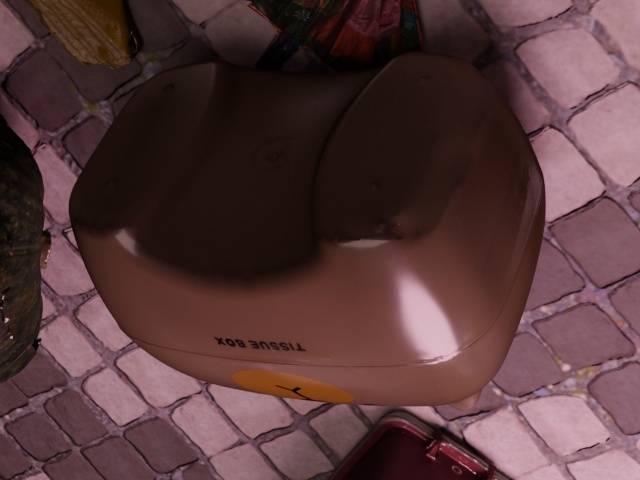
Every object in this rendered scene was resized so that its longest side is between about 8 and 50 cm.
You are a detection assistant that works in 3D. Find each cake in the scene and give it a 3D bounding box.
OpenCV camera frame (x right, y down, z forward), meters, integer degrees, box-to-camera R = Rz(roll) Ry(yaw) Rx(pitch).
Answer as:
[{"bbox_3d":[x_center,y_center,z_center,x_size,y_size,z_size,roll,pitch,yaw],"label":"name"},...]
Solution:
[{"bbox_3d":[-0.231,-0.253,1.347,0.079,0.116,0.185,-1,156,33],"label":"cake"}]

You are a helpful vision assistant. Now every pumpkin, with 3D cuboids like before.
[{"bbox_3d":[-0.407,0.010,1.470,0.257,0.292,0.328,-3,146,-13],"label":"pumpkin"}]

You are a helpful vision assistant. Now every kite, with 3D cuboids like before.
[{"bbox_3d":[0.014,-0.217,1.268,0.321,0.016,0.234,37,131,-4],"label":"kite"}]

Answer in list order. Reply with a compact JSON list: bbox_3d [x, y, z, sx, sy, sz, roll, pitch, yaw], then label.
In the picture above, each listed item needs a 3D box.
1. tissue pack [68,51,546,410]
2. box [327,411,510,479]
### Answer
[{"bbox_3d":[0.000,0.000,1.261,0.387,0.267,0.277,2,142,29],"label":"tissue pack"},{"bbox_3d":[0.073,0.353,1.569,0.193,0.167,0.294,32,133,-1],"label":"box"}]
